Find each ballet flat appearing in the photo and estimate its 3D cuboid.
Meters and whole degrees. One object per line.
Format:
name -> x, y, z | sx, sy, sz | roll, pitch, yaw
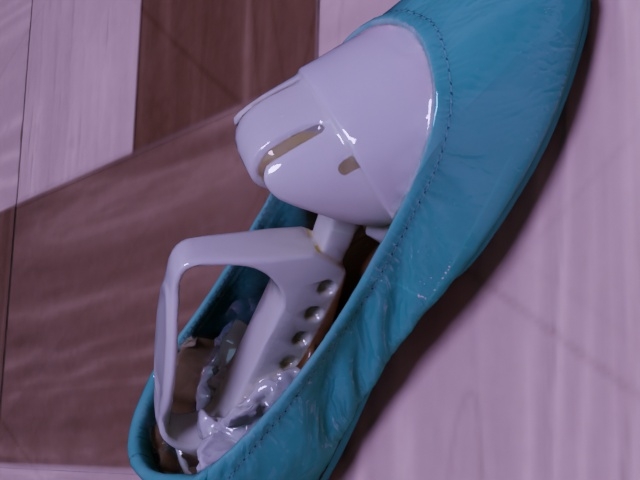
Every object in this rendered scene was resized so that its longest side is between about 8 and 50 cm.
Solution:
ballet flat -> 0.000, 0.000, 0.370 | 0.247, 0.087, 0.083 | -62, 39, 23
